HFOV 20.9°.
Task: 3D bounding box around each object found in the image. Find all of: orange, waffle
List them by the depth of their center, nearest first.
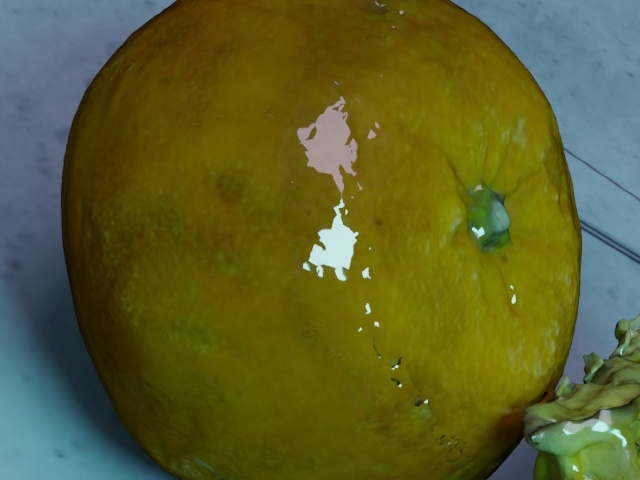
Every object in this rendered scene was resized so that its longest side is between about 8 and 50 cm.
[{"bbox_3d":[0.167,0.136,0.856,0.283,0.065,0.309,50,46,-50],"label":"waffle"},{"bbox_3d":[0.000,0.000,0.857,0.284,0.226,0.283,20,65,-51],"label":"orange"}]
